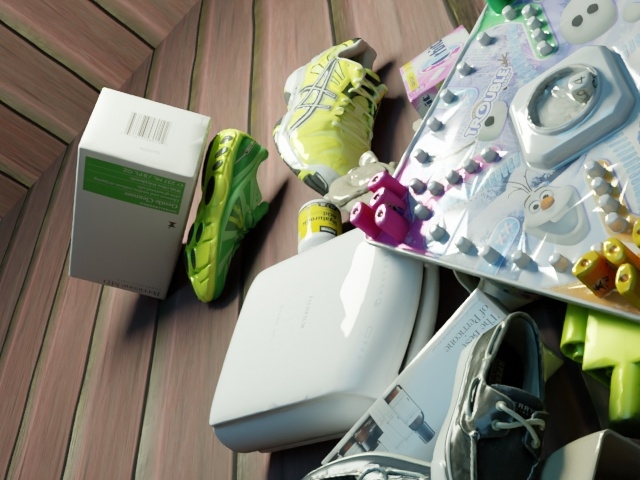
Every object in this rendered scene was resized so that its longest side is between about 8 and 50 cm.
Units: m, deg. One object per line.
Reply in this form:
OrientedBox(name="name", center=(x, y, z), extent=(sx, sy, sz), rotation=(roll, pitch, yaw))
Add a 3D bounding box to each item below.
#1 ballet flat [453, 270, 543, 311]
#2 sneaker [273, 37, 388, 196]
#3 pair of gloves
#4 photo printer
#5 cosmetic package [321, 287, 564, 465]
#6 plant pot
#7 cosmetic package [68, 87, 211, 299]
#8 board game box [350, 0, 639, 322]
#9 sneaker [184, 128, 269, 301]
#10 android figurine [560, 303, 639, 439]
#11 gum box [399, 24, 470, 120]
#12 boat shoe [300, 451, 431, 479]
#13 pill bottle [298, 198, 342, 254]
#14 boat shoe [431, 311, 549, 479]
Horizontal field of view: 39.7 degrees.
OrientedBox(name="ballet flat", center=(0.186, 0.029, 0.947), extent=(0.221, 0.077, 0.079), rotation=(-130, 58, -66))
OrientedBox(name="sneaker", center=(0.024, -0.197, 1.362), extent=(0.147, 0.145, 0.385), rotation=(-41, 32, 26))
OrientedBox(name="pair of gloves", center=(0.124, -0.097, 1.133), extent=(0.240, 0.042, 0.204), rotation=(-32, 22, -8))
OrientedBox(name="photo printer", center=(0.012, 0.117, 1.071), extent=(0.307, 0.107, 0.256), rotation=(-24, 40, 45))
OrientedBox(name="cosmetic package", center=(0.116, 0.169, 0.865), extent=(0.239, 0.060, 0.099), rotation=(-50, 58, 9))
OrientedBox(name="plant pot", center=(0.209, 0.214, 0.666), extent=(0.096, 0.109, 0.109), rotation=(-28, 36, 62))
OrientedBox(name="cosmetic package", center=(-0.325, -0.071, 1.567), extent=(0.365, 0.197, 0.155), rotation=(112, 169, -49))
OrientedBox(name="board game box", center=(0.239, -0.141, 0.879), extent=(0.390, 0.050, 0.390), rotation=(17, 75, 53))
OrientedBox(name="sneaker", center=(-0.148, -0.036, 1.494), extent=(0.109, 0.123, 0.296), rotation=(9, 86, 60))
OrientedBox(name="android figurine", center=(0.313, 0.032, 0.750), extent=(0.248, 0.056, 0.273), rotation=(-23, 42, 46))
OrientedBox(name="gum box", center=(0.171, -0.217, 1.183), extent=(0.107, 0.062, 0.188), rotation=(-32, 21, 14))
OrientedBox(name="boat shoe", center=(0.071, 0.245, 0.785), extent=(0.254, 0.079, 0.095), rotation=(0, 89, 32))
OrientedBox(name="pill bottle", center=(0.000, 0.000, 1.265), extent=(0.065, 0.065, 0.116), rotation=(-39, 32, 28))
OrientedBox(name="boat shoe", center=(0.142, 0.146, 0.712), extent=(0.070, 0.077, 0.219), rotation=(-56, 13, 41))
